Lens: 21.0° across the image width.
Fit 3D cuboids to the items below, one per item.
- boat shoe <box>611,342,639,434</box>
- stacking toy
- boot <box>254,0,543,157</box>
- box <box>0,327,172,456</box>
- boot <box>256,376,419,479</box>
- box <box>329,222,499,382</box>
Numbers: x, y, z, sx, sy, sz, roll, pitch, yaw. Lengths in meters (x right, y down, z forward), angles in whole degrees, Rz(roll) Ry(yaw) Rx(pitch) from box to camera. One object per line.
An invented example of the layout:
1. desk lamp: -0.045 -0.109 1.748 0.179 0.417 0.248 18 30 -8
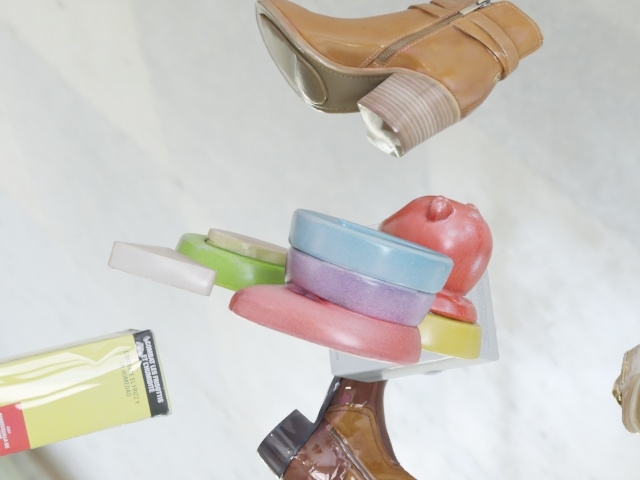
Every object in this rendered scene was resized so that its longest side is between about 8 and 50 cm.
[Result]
1. boat shoe: 0.400 0.191 2.192 0.059 0.170 0.063 -23 112 32
2. stacking toy: 0.000 0.000 1.438 0.280 0.130 0.309 18 -176 16
3. boot: 0.082 -0.227 1.893 0.283 0.220 0.109 36 155 38
4. box: -0.214 0.106 1.058 0.087 0.232 0.058 173 85 -72
5. boot: 0.103 0.280 2.201 0.280 0.264 0.096 42 148 15
6. box: 0.107 0.070 2.111 0.119 0.181 0.181 21 -119 -64
